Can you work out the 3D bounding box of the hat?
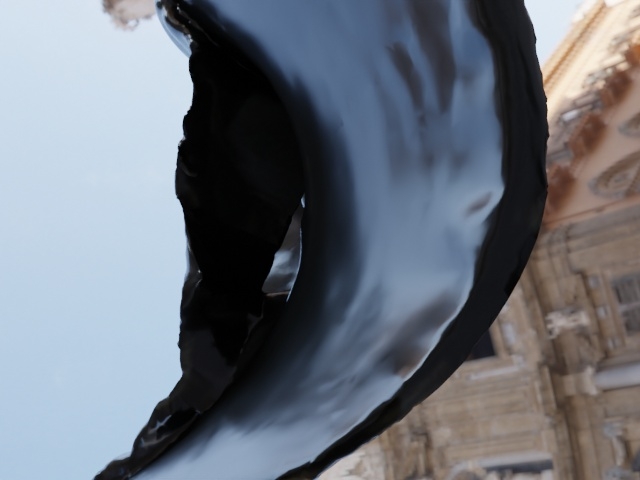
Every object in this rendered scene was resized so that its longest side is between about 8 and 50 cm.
[{"bbox_3d":[0.000,0.000,0.520,0.257,0.381,0.366,14,-100,-43],"label":"hat"}]
